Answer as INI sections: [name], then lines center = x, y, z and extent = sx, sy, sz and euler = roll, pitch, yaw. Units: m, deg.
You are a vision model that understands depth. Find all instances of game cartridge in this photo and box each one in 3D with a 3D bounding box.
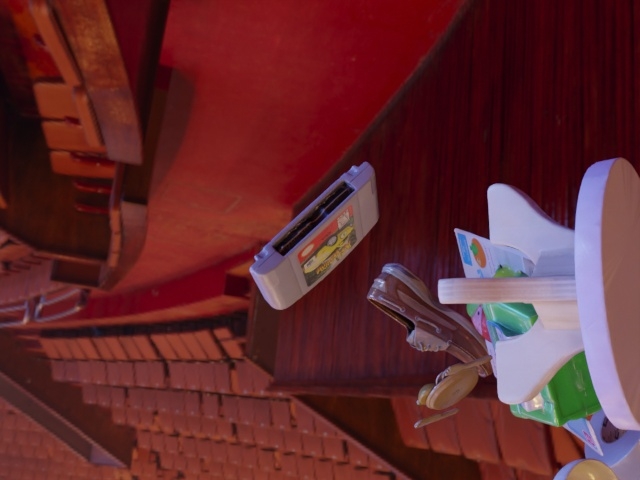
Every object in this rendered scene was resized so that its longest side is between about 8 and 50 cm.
[game cartridge]
center = 0.000, 0.000, 1.258
extent = 0.060, 0.294, 0.196
euler = 42, 166, 20

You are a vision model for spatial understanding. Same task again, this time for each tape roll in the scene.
[tape roll]
center = 0.596, 0.350, 1.255
extent = 0.072, 0.219, 0.219
euler = 30, 165, 3

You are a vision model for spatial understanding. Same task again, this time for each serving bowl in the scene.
[serving bowl]
center = 0.217, 0.224, 0.552
extent = 0.083, 0.083, 0.027
euler = 14, 162, -27

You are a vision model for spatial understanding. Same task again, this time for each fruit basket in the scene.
[fruit basket]
center = 0.328, 0.156, 1.129
extent = 0.166, 0.326, 0.353
euler = -21, -167, -13

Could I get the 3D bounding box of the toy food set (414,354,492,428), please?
[toy food set]
center = 0.251, 0.284, 1.300
extent = 0.133, 0.038, 0.192
euler = -9, 135, -32

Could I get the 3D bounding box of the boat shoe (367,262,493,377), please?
[boat shoe]
center = 0.237, 0.191, 1.448
extent = 0.324, 0.116, 0.123
euler = 41, 165, 11

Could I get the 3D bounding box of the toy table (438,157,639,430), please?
[toy table]
center = 0.264, 0.058, 0.725
extent = 0.161, 0.274, 0.252
euler = -8, 159, 44
